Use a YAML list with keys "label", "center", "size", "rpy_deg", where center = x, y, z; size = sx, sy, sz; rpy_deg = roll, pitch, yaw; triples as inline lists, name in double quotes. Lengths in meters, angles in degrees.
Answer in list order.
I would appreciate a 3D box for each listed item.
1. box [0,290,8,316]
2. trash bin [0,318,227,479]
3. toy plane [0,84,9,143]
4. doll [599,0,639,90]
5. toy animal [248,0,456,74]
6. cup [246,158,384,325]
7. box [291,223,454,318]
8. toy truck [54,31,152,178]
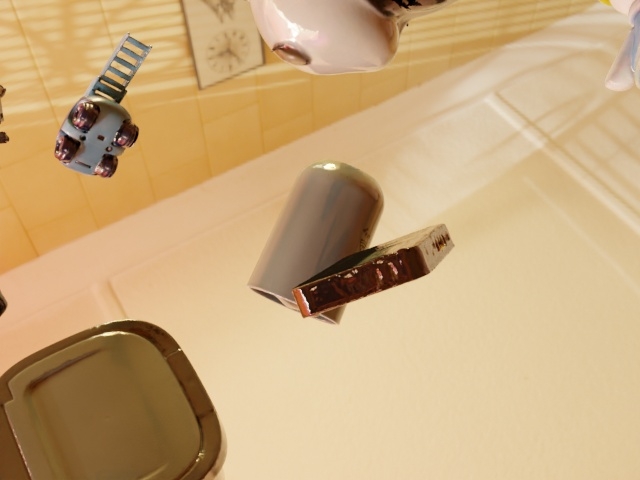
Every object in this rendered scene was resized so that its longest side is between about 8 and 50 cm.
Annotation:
- label: "box"
  center: [-0.666, 0.171, 1.213]
  size: [0.289, 0.073, 0.290]
  rpy_deg: [4, -137, 48]
- label: "trash bin"
  center: [-0.222, 0.249, 0.863]
  size: [0.219, 0.250, 0.219]
  rpy_deg: [-26, -120, -14]
- label: "toy plane"
  center: [-0.520, -0.198, 1.178]
  size: [0.062, 0.188, 0.135]
  rpy_deg: [-17, -162, -2]
- label: "doll"
  center: [0.320, -0.205, 0.677]
  size: [0.099, 0.135, 0.240]
  rpy_deg: [-3, -123, -17]
- label: "toy animal"
  center: [0.043, -0.377, 1.059]
  size: [0.310, 0.251, 0.250]
  rpy_deg: [-35, -127, 13]
- label: "cup"
  center: [0.000, 0.000, 1.543]
  size: [0.206, 0.205, 0.312]
  rpy_deg: [20, -99, 16]
- label: "box"
  center: [0.099, 0.042, 1.229]
  size: [0.211, 0.350, 0.058]
  rpy_deg: [-20, -89, 19]
- label: "toy truck"
  center: [-0.204, -0.127, 0.717]
  size: [0.136, 0.063, 0.074]
  rpy_deg: [-50, -142, 18]
